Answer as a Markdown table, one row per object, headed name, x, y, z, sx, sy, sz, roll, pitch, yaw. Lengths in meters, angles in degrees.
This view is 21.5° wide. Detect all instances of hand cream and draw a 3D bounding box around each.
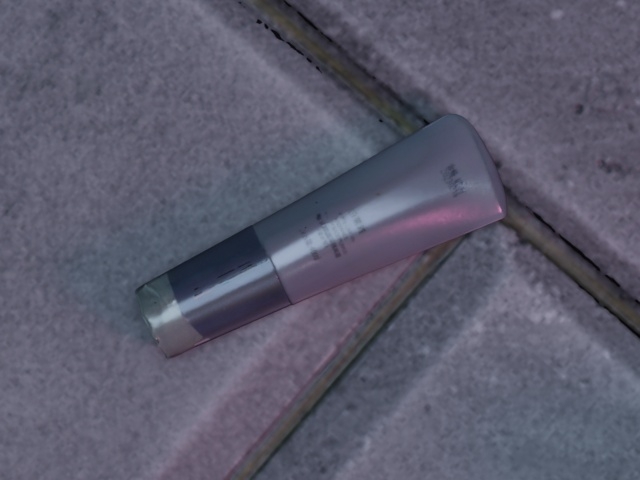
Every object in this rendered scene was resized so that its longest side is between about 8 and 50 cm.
| name | x | y | z | sx | sy | sz | roll | pitch | yaw |
| --- | --- | --- | --- | --- | --- | --- | --- | --- | --- |
| hand cream | 0.000 | 0.000 | 1.125 | 0.255 | 0.048 | 0.079 | -26 | 90 | -4 |
